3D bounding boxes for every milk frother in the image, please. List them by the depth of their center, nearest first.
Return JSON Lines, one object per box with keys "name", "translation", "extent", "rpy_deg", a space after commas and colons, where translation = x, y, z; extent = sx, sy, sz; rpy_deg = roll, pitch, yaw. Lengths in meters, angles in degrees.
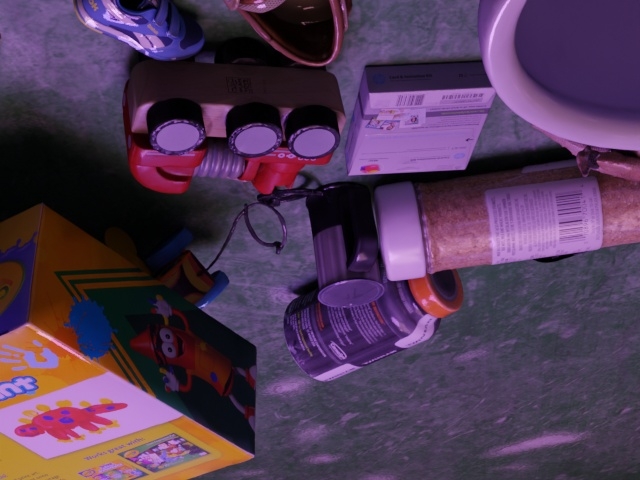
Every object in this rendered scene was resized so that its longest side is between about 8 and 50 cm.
{"name": "milk frother", "translation": [0.000, 0.000, 1.806], "extent": [0.143, 0.134, 0.129], "rpy_deg": [-7, 154, -2]}

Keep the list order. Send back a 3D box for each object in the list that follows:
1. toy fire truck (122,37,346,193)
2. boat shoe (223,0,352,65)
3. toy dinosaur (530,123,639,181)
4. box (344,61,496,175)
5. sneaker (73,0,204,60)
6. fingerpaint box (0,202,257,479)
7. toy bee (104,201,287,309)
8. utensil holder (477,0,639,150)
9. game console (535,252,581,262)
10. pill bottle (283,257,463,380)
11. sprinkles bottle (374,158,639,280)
{"name": "toy fire truck", "translation": [-0.110, -0.105, 1.574], "extent": [0.217, 0.158, 0.246], "rpy_deg": [1, 143, -18]}
{"name": "boat shoe", "translation": [-0.049, -0.257, 1.269], "extent": [0.123, 0.120, 0.324], "rpy_deg": [-18, 153, 20]}
{"name": "toy dinosaur", "translation": [0.403, -0.119, 1.696], "extent": [0.296, 0.127, 0.200], "rpy_deg": [-15, 161, 29]}
{"name": "box", "translation": [0.110, -0.135, 1.666], "extent": [0.145, 0.038, 0.186], "rpy_deg": [-4, 154, -8]}
{"name": "sneaker", "translation": [-0.162, -0.214, 1.406], "extent": [0.144, 0.053, 0.059], "rpy_deg": [15, 145, -41]}
{"name": "fingerpaint box", "translation": [-0.359, 0.173, 1.715], "extent": [0.445, 0.163, 0.371], "rpy_deg": [-23, 139, 29]}
{"name": "toy bee", "translation": [-0.194, 0.051, 1.829], "extent": [0.195, 0.162, 0.298], "rpy_deg": [38, 139, 6]}
{"name": "utensil holder", "translation": [0.234, -0.300, 0.949], "extent": [0.328, 0.385, 0.327], "rpy_deg": [-7, 154, -3]}
{"name": "game console", "translation": [0.452, -0.032, 1.975], "extent": [0.361, 0.044, 0.213], "rpy_deg": [-20, 152, 25]}
{"name": "pill bottle", "translation": [0.077, 0.098, 2.039], "extent": [0.246, 0.130, 0.130], "rpy_deg": [-26, 149, 34]}
{"name": "sprinkles bottle", "translation": [0.248, -0.032, 1.823], "extent": [0.355, 0.121, 0.121], "rpy_deg": [-8, 155, 1]}
